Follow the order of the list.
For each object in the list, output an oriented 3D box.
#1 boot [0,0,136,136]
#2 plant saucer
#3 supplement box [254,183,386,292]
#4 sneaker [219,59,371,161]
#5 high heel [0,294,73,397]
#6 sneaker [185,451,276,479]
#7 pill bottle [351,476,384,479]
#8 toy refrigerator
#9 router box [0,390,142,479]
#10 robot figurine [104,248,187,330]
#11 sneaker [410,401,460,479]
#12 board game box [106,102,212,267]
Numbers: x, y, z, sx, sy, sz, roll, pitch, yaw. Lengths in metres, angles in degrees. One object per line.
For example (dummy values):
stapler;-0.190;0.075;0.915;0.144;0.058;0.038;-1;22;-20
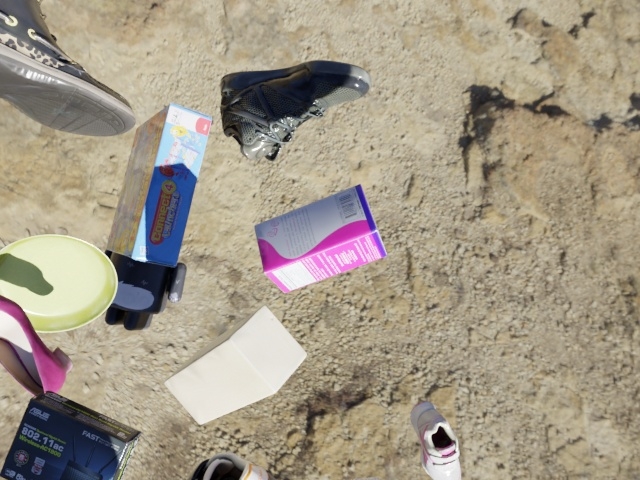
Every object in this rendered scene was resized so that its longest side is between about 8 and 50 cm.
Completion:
boot;-0.488;-0.359;0.839;0.377;0.138;0.284;17;58;-53
plant saucer;-0.546;0.084;1.008;0.241;0.037;0.240;-13;126;-18
supplement box;0.000;0.000;0.945;0.220;0.114;0.111;-20;59;7
sneaker;-0.040;-0.173;0.684;0.228;0.087;0.130;-1;80;19
high heel;-0.538;0.173;0.835;0.082;0.117;0.244;-41;103;-2
sneaker;-0.218;0.490;0.956;0.127;0.321;0.126;58;27;-19
pill bottle;0.142;0.632;1.166;0.208;0.118;0.117;43;61;-39
toy refrigerator;-0.144;0.207;0.798;0.102;0.269;0.094;50;45;-2
router box;-0.273;0.234;0.542;0.123;0.038;0.092;22;90;4
robot figurine;-0.486;0.099;1.333;0.209;0.174;0.277;16;84;-26
sneaker;0.330;0.581;1.362;0.103;0.111;0.252;-25;99;-11
board game box;-0.356;-0.110;1.058;0.086;0.302;0.308;15;84;-31
